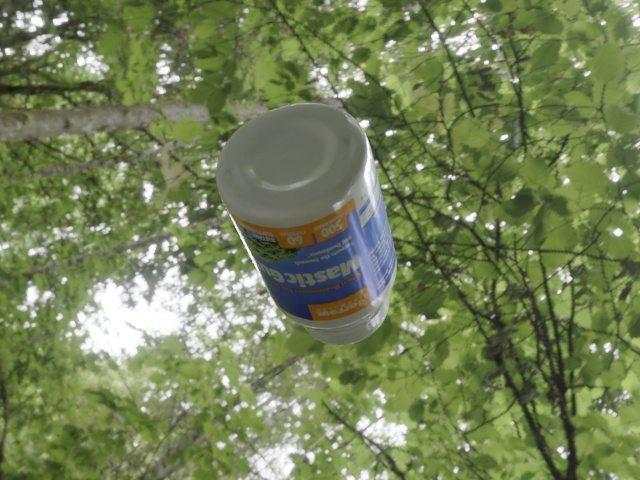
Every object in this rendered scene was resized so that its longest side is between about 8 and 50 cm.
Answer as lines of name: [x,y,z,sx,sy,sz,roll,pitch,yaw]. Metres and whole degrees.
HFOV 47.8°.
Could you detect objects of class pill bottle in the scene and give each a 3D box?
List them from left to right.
pill bottle: [0.000,0.000,0.774,0.152,0.152,0.272,26,-26,31]
